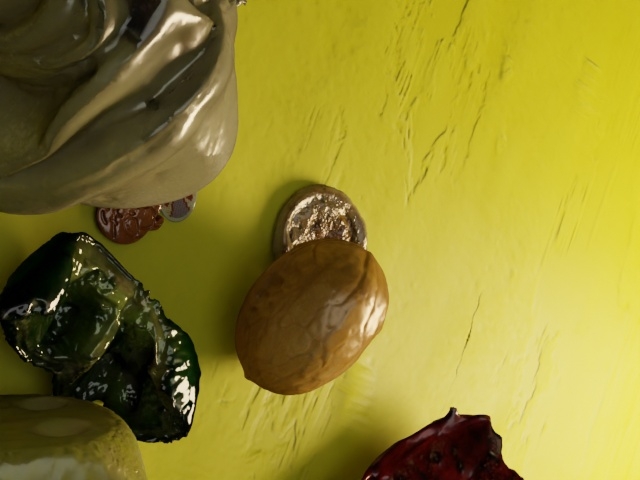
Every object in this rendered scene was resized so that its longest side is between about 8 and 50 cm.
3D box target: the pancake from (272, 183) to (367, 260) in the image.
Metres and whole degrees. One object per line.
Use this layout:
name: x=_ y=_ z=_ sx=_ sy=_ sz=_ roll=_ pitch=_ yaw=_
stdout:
pancake: x=0.000 y=0.000 z=1.529 sx=0.140 sy=0.022 sz=0.139 roll=-2 pitch=94 yaw=-34

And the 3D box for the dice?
dice: x=-0.303 y=0.280 z=1.186 sx=0.238 sy=0.233 sz=0.226 roll=-3 pitch=98 yaw=-29

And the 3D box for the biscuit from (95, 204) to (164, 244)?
biscuit: x=-0.208 y=-0.037 z=1.381 sx=0.078 sy=0.015 sz=0.091 roll=34 pitch=76 yaw=-29

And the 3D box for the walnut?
walnut: x=-0.012 y=0.089 z=1.437 sx=0.206 sy=0.159 sz=0.159 roll=-46 pitch=119 yaw=0

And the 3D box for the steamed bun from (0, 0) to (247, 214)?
steamed bun: x=-0.239 y=-0.208 z=1.154 sx=0.343 sy=0.255 sz=0.367 roll=-2 pitch=93 yaw=-3

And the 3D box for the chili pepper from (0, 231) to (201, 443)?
chili pepper: x=-0.237 y=0.111 z=1.326 sx=0.264 sy=0.116 sz=0.148 roll=48 pitch=55 yaw=-28

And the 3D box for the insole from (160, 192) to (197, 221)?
insole: x=-0.174 y=-0.118 z=1.411 sx=0.065 sy=0.004 sz=0.197 roll=-14 pitch=101 yaw=-34

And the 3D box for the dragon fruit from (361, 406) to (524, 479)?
dragon fruit: x=0.095 y=0.399 z=1.584 sx=0.329 sy=0.228 sz=0.286 roll=-10 pitch=66 yaw=-15
